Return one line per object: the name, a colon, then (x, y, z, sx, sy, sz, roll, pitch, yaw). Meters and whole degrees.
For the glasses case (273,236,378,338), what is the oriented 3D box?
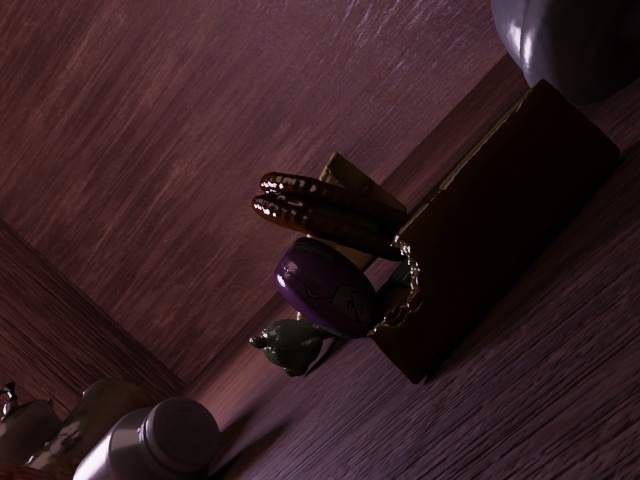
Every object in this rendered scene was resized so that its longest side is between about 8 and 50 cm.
glasses case: (0.007, 0.053, 1.358, 0.076, 0.123, 0.316, -53, 2, 3)

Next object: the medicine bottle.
medicine bottle: (-0.212, 0.281, 1.430, 0.215, 0.135, 0.135, -45, 3, 42)

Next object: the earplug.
earplug: (0.242, -0.225, 1.026, 0.214, 0.175, 0.325, -49, 2, 8)

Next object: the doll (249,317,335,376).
doll: (-0.020, 0.128, 1.466, 0.115, 0.077, 0.150, -6, 8, 22)

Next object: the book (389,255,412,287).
book: (0.121, 0.010, 1.292, 0.103, 0.017, 0.135, -50, 2, -3)

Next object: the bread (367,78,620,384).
bread: (0.114, -0.007, 0.839, 0.226, 0.088, 0.049, -46, 4, -3)

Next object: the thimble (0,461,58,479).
thimble: (-0.360, 0.372, 1.267, 0.239, 0.239, 0.162, -47, 4, 24)

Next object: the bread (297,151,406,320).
bread: (-0.001, 0.004, 1.916, 0.264, 0.163, 0.167, -48, 3, 13)

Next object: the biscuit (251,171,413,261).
biscuit: (0.020, -0.029, 1.447, 0.220, 0.220, 0.066, -178, 106, -87)

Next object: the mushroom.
mushroom: (-0.404, 0.356, 1.752, 0.362, 0.294, 0.362, -49, 4, 4)
